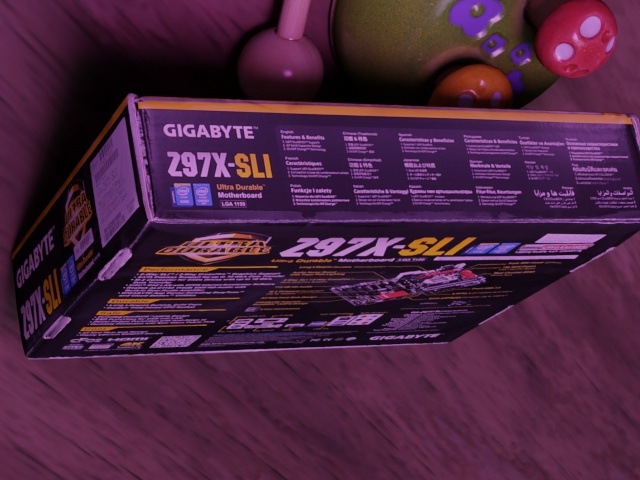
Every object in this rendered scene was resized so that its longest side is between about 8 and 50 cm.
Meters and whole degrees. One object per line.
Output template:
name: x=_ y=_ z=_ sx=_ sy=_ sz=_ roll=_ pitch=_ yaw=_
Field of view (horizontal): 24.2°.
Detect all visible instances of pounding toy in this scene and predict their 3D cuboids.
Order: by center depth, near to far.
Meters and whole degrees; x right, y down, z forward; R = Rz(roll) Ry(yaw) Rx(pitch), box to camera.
pounding toy: x=0.086 y=-0.122 z=0.898 sx=0.236 sy=0.110 sz=0.183 roll=4 pitch=128 yaw=-30

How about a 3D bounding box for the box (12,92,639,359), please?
box: x=0.000 y=0.000 z=0.913 sx=0.322 sy=0.079 sz=0.257 roll=-1 pitch=159 yaw=-26
